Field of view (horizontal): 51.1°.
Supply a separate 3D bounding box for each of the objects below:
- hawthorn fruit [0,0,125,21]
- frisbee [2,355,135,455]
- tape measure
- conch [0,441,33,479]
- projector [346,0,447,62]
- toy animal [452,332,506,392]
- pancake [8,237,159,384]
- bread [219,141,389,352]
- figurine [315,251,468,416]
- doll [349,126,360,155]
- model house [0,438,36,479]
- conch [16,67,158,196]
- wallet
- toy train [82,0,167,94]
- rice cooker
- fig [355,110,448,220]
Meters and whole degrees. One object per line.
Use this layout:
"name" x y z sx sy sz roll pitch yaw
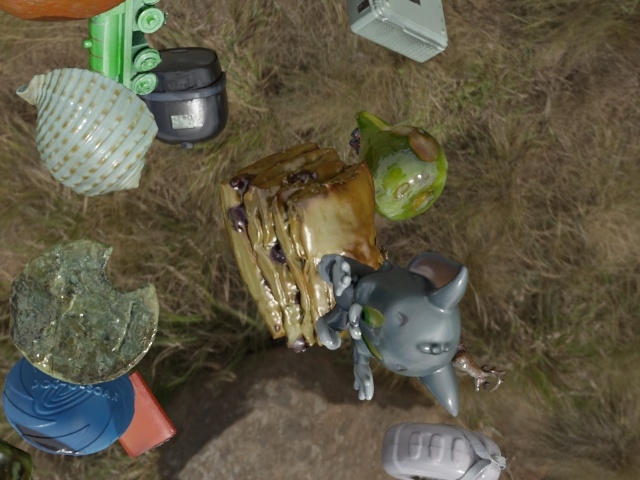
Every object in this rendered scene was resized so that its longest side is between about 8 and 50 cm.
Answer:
"hawthorn fruit" -0.269 -0.343 0.744 0.251 0.199 0.199 5 118 10
"frisbee" -0.461 0.284 1.249 0.242 0.242 0.045 24 125 -12
"tape measure" 0.203 0.377 1.163 0.197 0.120 0.236 12 155 -1
"conch" -0.323 0.236 0.519 0.187 0.181 0.124 -40 127 -12
"projector" 0.175 -0.537 1.515 0.256 0.192 0.099 8 159 -42
"toy animal" 0.412 0.325 1.925 0.260 0.244 0.087 0 160 -38
"pancake" -0.390 0.120 1.094 0.253 0.037 0.254 0 96 3
"bread" 0.000 0.000 1.138 0.167 0.277 0.325 -9 107 44
"figurine" 0.076 0.095 0.821 0.140 0.265 0.193 -3 101 -12
"doll" 0.172 -0.212 1.908 0.088 0.127 0.249 -40 72 12
"model house" -0.343 0.375 0.739 0.237 0.202 0.237 25 129 23
"conch" -0.245 -0.108 0.729 0.135 0.102 0.153 -23 153 17
"wallet" -0.482 0.447 1.726 0.142 0.045 0.204 -29 103 1
"toy train" -0.303 -0.312 1.005 0.119 0.085 0.251 -23 152 -32
"rice cooker" -0.369 -0.383 1.796 0.267 0.267 0.224 0 122 0
"fig" 0.155 -0.186 1.496 0.206 0.275 0.206 -24 148 -16
